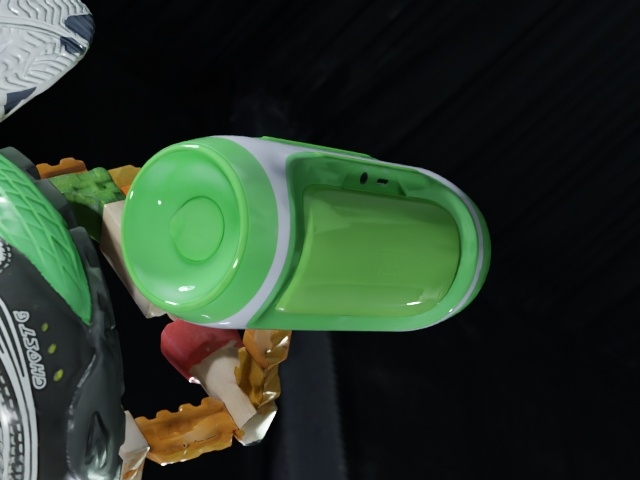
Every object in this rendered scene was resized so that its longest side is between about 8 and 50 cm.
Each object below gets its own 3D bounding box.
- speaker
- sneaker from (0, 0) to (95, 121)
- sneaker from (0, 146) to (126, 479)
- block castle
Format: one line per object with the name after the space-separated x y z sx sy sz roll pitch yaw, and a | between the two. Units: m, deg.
0.000 0.000 1.045 0.296 0.131 0.131 6 -130 -54 | speaker
-0.304 -0.122 1.292 0.094 0.153 0.235 46 -111 -3 | sneaker
-0.212 0.030 0.497 0.343 0.134 0.146 11 -159 27 | sneaker
-0.248 0.085 1.434 0.453 0.303 0.213 -14 -132 -30 | block castle
